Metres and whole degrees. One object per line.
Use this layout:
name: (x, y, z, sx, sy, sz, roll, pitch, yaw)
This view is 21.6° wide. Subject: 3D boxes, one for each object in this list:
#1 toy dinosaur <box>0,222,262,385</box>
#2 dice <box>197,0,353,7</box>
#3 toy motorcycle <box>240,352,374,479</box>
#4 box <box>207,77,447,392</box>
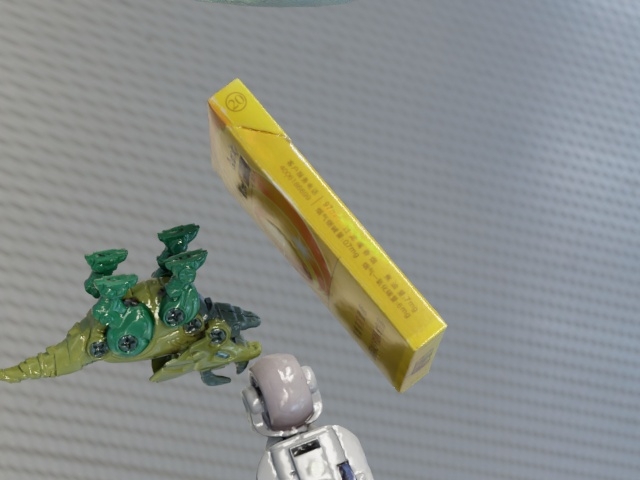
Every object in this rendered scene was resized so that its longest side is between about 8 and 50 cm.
toy dinosaur: (-0.183, 0.076, 1.557, 0.259, 0.153, 0.094, -8, 26, -11)
dice: (-0.059, -0.366, 1.517, 0.262, 0.264, 0.268, 11, 23, 15)
toy motorcycle: (-0.010, 0.231, 1.608, 0.112, 0.112, 0.254, -17, 84, -35)
box: (0.000, 0.000, 1.401, 0.043, 0.152, 0.269, -37, 76, -15)
